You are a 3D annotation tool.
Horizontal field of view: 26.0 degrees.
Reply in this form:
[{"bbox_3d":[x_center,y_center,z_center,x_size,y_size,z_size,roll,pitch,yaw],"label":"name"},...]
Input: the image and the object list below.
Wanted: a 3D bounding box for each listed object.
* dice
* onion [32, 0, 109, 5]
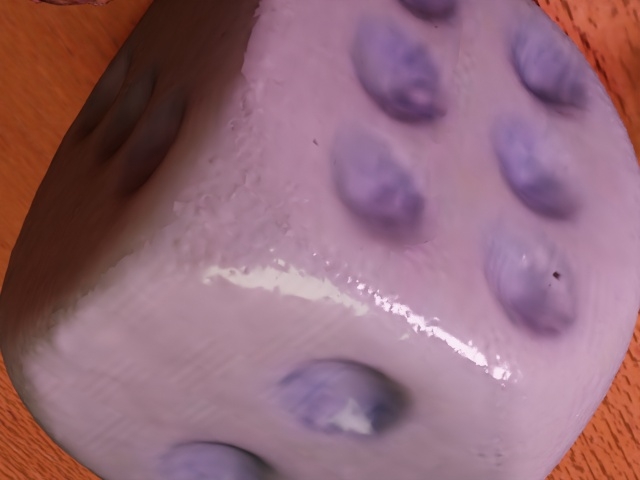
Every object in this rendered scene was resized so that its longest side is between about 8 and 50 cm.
[{"bbox_3d":[0.000,0.000,0.765,0.264,0.268,0.262,32,139,-21],"label":"dice"},{"bbox_3d":[-0.105,-0.213,0.544,0.276,0.276,0.276,8,142,7],"label":"onion"}]
